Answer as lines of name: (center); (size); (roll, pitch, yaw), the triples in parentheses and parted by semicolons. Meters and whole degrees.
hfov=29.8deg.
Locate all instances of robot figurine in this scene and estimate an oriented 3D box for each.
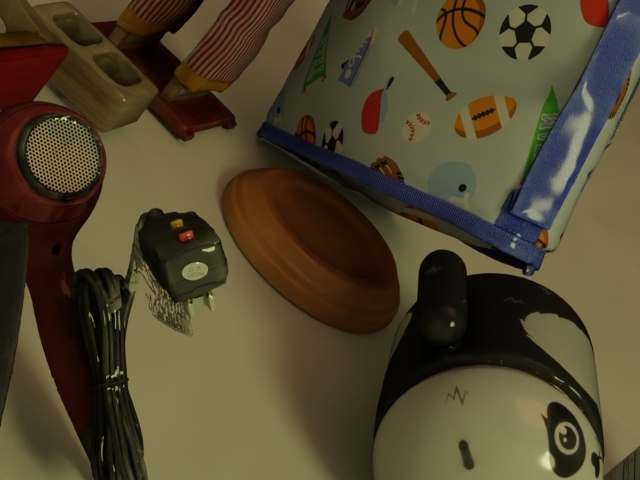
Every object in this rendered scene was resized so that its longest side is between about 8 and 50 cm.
robot figurine: (0.134, 0.131, 0.930); (0.209, 0.173, 0.278); (29, 26, -4)

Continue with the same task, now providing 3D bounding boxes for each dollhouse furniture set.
dollhouse furniture set: (-0.147, -0.191, 1.023); (0.152, 0.201, 0.374); (44, 24, 6)

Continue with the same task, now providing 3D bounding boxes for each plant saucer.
plant saucer: (0.000, 0.000, 1.117); (0.200, 0.037, 0.200); (32, 27, -19)

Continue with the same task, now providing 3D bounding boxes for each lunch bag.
lunch bag: (0.158, -0.159, 1.116); (0.239, 0.327, 0.385); (26, 1, -25)

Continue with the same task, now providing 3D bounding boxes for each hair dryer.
hair dryer: (-0.165, 0.031, 0.706); (0.080, 0.223, 0.293); (-5, 32, -36)

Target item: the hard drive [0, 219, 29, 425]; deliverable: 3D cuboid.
hard drive: (-0.232, 0.081, 0.549); (0.172, 0.054, 0.254); (6, 41, -7)

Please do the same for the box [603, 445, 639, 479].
box: (0.314, 0.231, 1.069); (0.072, 0.137, 0.126); (42, 25, -1)
